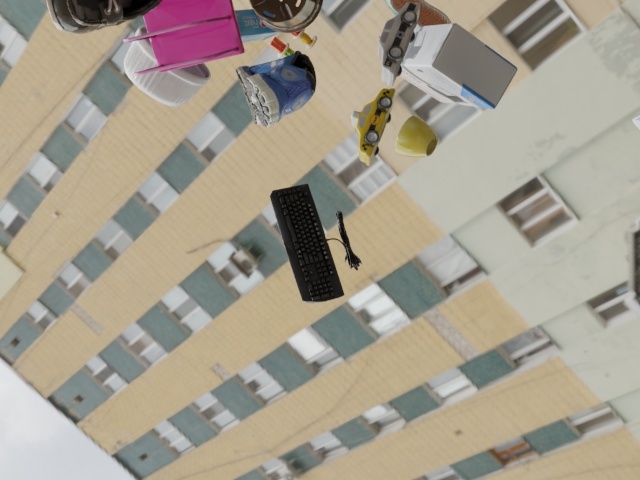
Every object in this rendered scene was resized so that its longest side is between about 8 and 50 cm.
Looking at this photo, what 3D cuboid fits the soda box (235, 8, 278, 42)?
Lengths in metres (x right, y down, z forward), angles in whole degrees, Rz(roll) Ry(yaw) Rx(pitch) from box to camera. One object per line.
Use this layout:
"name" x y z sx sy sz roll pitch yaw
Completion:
"soda box" -0.195 -0.545 1.794 0.210 0.071 0.067 -26 -80 -49

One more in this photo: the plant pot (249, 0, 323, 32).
"plant pot" -0.083 -0.535 1.521 0.167 0.167 0.165 47 -165 -8

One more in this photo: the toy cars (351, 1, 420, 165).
"toy cars" 0.141 -0.374 1.680 0.087 0.394 0.176 19 -149 8

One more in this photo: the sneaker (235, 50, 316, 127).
"sneaker" -0.082 -0.314 1.458 0.330 0.147 0.130 -129 19 -66

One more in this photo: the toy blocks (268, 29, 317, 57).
"toy blocks" -0.103 -0.607 2.101 0.148 0.123 0.054 34 -154 -29

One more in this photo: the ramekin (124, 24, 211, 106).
"ramekin" -0.386 -0.425 1.746 0.207 0.109 0.207 35 -160 -15

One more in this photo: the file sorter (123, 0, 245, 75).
"file sorter" -0.309 -0.498 1.435 0.182 0.202 0.291 -58 -43 -67

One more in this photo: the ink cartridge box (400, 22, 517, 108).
"ink cartridge box" 0.343 -0.471 1.908 0.223 0.129 0.307 26 -175 -22

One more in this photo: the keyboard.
"keyboard" 0.000 0.000 1.837 0.201 0.033 0.317 -12 -103 -27

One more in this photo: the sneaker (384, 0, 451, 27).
"sneaker" 0.326 -0.748 2.334 0.302 0.108 0.121 32 -164 -31

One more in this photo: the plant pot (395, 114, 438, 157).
"plant pot" 0.314 -0.316 2.232 0.095 0.134 0.134 29 -153 26

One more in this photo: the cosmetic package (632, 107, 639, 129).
"cosmetic package" 0.758 -0.262 1.396 0.151 0.183 0.151 48 -128 -2

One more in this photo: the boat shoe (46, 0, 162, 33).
"boat shoe" -0.344 -0.416 1.165 0.335 0.095 0.112 -78 -20 -65
